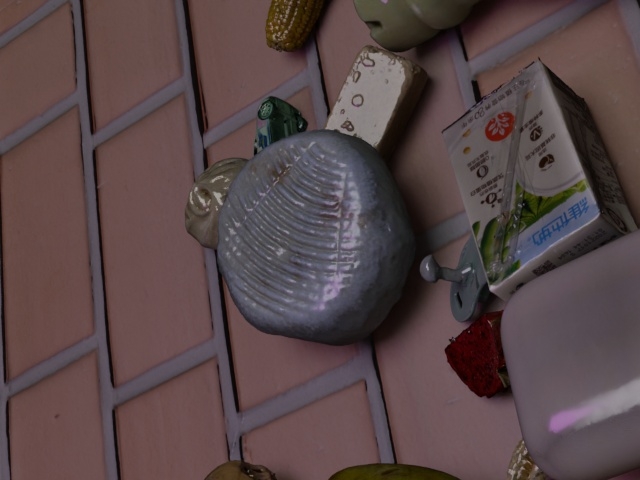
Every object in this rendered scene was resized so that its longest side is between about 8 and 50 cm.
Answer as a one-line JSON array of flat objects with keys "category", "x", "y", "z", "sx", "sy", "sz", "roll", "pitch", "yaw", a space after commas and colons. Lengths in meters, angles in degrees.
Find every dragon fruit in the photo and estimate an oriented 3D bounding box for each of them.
[{"category": "dragon fruit", "x": 0.252, "y": 0.165, "z": 1.867, "sx": 0.106, "sy": 0.083, "sz": 0.162, "roll": 67, "pitch": 151, "yaw": 17}]

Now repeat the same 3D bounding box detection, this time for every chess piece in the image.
[{"category": "chess piece", "x": 0.260, "y": -0.449, "z": 2.026, "sx": 0.442, "sy": 0.234, "sz": 0.234, "roll": -21, "pitch": 60, "yaw": 37}]

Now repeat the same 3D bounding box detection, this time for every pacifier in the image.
[{"category": "pacifier", "x": 0.201, "y": 0.042, "z": 1.924, "sx": 0.126, "sy": 0.117, "sz": 0.150, "roll": -95, "pitch": 21, "yaw": -49}]

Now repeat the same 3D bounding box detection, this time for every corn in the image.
[{"category": "corn", "x": -0.022, "y": -0.481, "z": 2.350, "sx": 0.102, "sy": 0.102, "sz": 0.313, "roll": 8, "pitch": 81, "yaw": 42}]

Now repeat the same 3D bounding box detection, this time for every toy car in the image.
[{"category": "toy car", "x": -0.072, "y": -0.141, "z": 2.253, "sx": 0.076, "sy": 0.090, "sz": 0.224, "roll": -28, "pitch": 56, "yaw": 35}]

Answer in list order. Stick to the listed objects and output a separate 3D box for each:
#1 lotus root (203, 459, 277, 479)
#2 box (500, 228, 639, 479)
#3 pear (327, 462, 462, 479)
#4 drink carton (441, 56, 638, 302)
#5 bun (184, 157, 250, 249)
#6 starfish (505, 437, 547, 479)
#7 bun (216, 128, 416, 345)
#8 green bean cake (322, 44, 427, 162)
[{"category": "lotus root", "x": -0.169, "y": 0.501, "z": 2.010, "sx": 0.151, "sy": 0.169, "sz": 0.342, "roll": 27, "pitch": 89, "yaw": 16}, {"category": "box", "x": 0.394, "y": 0.131, "z": 1.610, "sx": 0.349, "sy": 0.141, "sz": 0.288, "roll": -28, "pitch": 50, "yaw": 27}, {"category": "pear", "x": 0.124, "y": 0.434, "z": 1.742, "sx": 0.321, "sy": 0.269, "sz": 0.269, "roll": 45, "pitch": 103, "yaw": 28}, {"category": "drink carton", "x": 0.310, "y": -0.073, "z": 1.842, "sx": 0.194, "sy": 0.132, "sz": 0.324, "roll": -38, "pitch": 40, "yaw": 26}, {"category": "bun", "x": -0.174, "y": -0.074, "z": 2.302, "sx": 0.183, "sy": 0.102, "sz": 0.183, "roll": -18, "pitch": 59, "yaw": 32}, {"category": "starfish", "x": 0.427, "y": 0.205, "z": 1.691, "sx": 0.324, "sy": 0.082, "sz": 0.432, "roll": 16, "pitch": 75, "yaw": 41}, {"category": "bun", "x": 0.003, "y": -0.005, "z": 2.055, "sx": 0.354, "sy": 0.194, "sz": 0.354, "roll": -6, "pitch": 78, "yaw": 32}, {"category": "green bean cake", "x": 0.088, "y": -0.220, "z": 2.132, "sx": 0.109, "sy": 0.085, "sz": 0.179, "roll": 27, "pitch": 94, "yaw": 21}]
